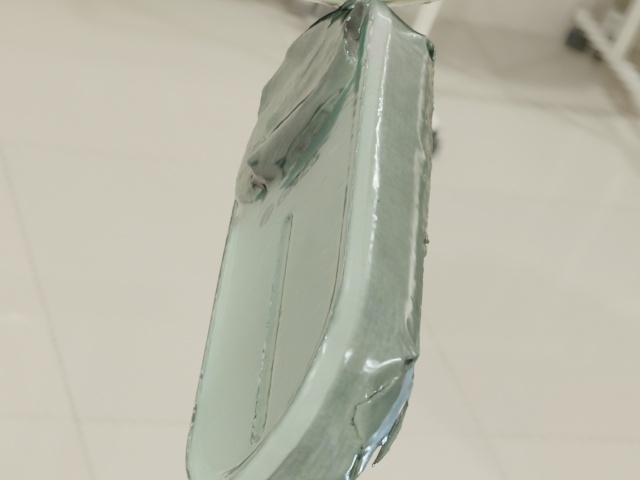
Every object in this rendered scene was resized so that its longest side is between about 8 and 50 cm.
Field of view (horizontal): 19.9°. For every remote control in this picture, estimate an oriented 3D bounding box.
[{"bbox_3d":[0.000,0.000,0.673,0.052,0.104,0.247,28,38,-18],"label":"remote control"}]

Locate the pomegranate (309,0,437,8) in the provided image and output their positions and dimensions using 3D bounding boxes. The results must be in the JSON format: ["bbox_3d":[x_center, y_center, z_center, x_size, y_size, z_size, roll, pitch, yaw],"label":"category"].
[{"bbox_3d":[-0.015,-0.251,1.036,0.285,0.341,0.285,11,70,-32],"label":"pomegranate"}]
